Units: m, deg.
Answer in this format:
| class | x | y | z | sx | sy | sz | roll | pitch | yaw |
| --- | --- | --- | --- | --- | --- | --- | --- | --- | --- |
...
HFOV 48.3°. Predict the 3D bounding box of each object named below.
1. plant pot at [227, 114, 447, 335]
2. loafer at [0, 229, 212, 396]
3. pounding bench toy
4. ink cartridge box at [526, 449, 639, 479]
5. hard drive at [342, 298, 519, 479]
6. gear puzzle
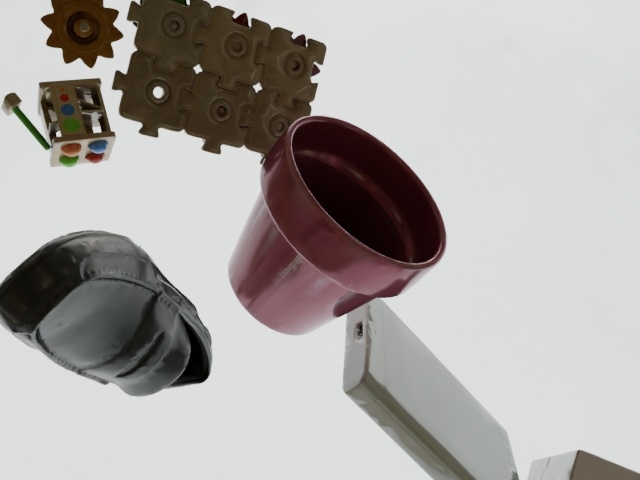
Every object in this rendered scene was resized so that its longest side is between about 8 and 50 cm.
| class | x | y | z | sx | sy | sz | roll | pitch | yaw |
| --- | --- | --- | --- | --- | --- | --- | --- | --- | --- |
| plant pot | 0.000 | 0.000 | 0.755 | 0.201 | 0.180 | 0.201 | 27 | -143 | -23 |
| loafer | -0.111 | 0.051 | 0.423 | 0.076 | 0.223 | 0.078 | -44 | -104 | -5 |
| pounding bench toy | -0.230 | -0.098 | 0.625 | 0.083 | 0.052 | 0.065 | -11 | -103 | -27 |
| ink cartridge box | 0.382 | 0.363 | 0.989 | 0.148 | 0.203 | 0.086 | 21 | -110 | 6 |
| hard drive | 0.142 | 0.214 | 0.882 | 0.040 | 0.203 | 0.307 | -37 | -71 | 20 |
| gear puzzle | -0.161 | -0.202 | 0.854 | 0.339 | 0.044 | 0.175 | 12 | -85 | -29 |
